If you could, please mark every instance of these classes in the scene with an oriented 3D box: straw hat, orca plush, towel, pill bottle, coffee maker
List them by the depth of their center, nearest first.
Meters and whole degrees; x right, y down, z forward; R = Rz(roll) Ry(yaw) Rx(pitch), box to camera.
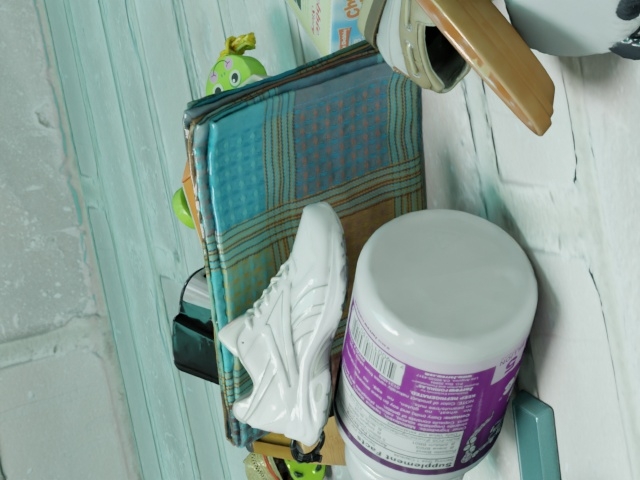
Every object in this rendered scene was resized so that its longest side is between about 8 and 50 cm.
[{"bbox_3d":[0.193,-0.218,1.403,0.102,0.151,0.287,-66,-17,-10],"label":"orca plush"},{"bbox_3d":[0.100,0.124,1.845,0.301,0.169,0.169,99,152,-51],"label":"pill bottle"},{"bbox_3d":[0.000,0.000,1.917,0.040,0.271,0.370,27,132,46],"label":"towel"},{"bbox_3d":[-0.069,0.125,2.068,0.178,0.120,0.171,19,93,41],"label":"coffee maker"},{"bbox_3d":[-0.069,0.296,2.573,0.144,0.061,0.144,60,-165,-28],"label":"straw hat"}]

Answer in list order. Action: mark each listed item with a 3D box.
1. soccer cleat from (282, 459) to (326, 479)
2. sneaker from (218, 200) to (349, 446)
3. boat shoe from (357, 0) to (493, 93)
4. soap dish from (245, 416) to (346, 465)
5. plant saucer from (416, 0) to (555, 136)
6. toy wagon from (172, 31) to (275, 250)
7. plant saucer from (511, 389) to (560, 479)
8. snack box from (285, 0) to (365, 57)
[{"bbox_3d":[-0.031,0.244,2.553,0.072,0.060,0.179,74,178,-70],"label":"soccer cleat"},{"bbox_3d":[-0.036,0.075,1.831,0.090,0.115,0.232,-94,12,-87],"label":"sneaker"},{"bbox_3d":[0.112,-0.239,1.666,0.103,0.113,0.302,50,159,18],"label":"boat shoe"},{"bbox_3d":[-0.025,0.160,2.350,0.291,0.118,0.229,170,87,-72],"label":"soap dish"},{"bbox_3d":[0.121,-0.168,1.534,0.200,0.037,0.200,49,-175,-5],"label":"plant saucer"},{"bbox_3d":[-0.069,-0.077,2.197,0.267,0.068,0.344,-35,66,39],"label":"toy wagon"},{"bbox_3d":[0.208,0.240,1.844,0.067,0.018,0.192,-149,49,-66],"label":"plant saucer"},{"bbox_3d":[0.007,-0.353,1.967,0.187,0.060,0.322,-120,24,-43],"label":"snack box"}]
